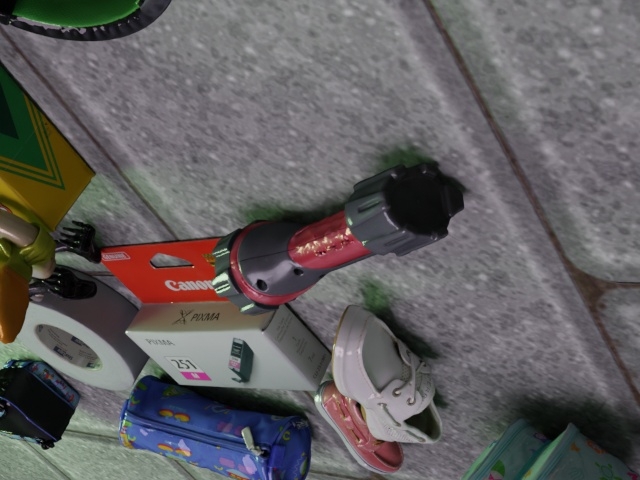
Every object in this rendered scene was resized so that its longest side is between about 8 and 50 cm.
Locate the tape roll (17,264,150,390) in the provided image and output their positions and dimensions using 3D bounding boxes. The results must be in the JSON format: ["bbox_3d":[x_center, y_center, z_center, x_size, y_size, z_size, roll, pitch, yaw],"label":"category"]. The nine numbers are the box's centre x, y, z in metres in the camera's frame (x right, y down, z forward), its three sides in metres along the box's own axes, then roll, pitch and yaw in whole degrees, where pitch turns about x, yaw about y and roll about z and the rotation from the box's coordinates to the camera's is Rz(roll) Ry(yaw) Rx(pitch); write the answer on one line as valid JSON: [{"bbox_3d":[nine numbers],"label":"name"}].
[{"bbox_3d":[-0.353,0.131,1.569,0.219,0.072,0.219,20,149,13],"label":"tape roll"}]

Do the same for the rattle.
[{"bbox_3d":[-0.412,0.024,1.206,0.200,0.142,0.130,19,169,-3],"label":"rattle"}]

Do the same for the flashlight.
[{"bbox_3d":[0.000,0.000,1.069,0.103,0.103,0.304,42,148,-16],"label":"flashlight"}]

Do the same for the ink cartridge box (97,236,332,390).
[{"bbox_3d":[-0.156,0.101,1.383,0.275,0.060,0.239,-5,137,42],"label":"ink cartridge box"}]

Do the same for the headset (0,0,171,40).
[{"bbox_3d":[-0.288,-0.311,0.849,0.394,0.185,0.243,23,148,-21],"label":"headset"}]

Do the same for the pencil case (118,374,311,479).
[{"bbox_3d":[-0.161,0.291,1.600,0.306,0.119,0.133,11,169,26],"label":"pencil case"}]

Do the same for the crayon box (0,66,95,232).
[{"bbox_3d":[-0.497,-0.141,1.251,0.363,0.106,0.313,0,141,37],"label":"crayon box"}]

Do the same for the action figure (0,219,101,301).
[{"bbox_3d":[-0.419,0.038,1.411,0.276,0.164,0.141,-12,142,35],"label":"action figure"}]

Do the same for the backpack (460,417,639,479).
[{"bbox_3d":[0.246,0.320,1.212,0.191,0.225,0.253,40,162,13],"label":"backpack"}]

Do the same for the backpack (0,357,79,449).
[{"bbox_3d":[-0.542,0.288,1.904,0.173,0.116,0.158,-5,136,42],"label":"backpack"}]

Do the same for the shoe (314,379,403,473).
[{"bbox_3d":[0.072,0.252,1.416,0.081,0.063,0.178,-6,131,51],"label":"shoe"}]

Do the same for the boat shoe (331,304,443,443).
[{"bbox_3d":[0.090,0.162,1.247,0.096,0.098,0.277,11,154,26],"label":"boat shoe"}]
